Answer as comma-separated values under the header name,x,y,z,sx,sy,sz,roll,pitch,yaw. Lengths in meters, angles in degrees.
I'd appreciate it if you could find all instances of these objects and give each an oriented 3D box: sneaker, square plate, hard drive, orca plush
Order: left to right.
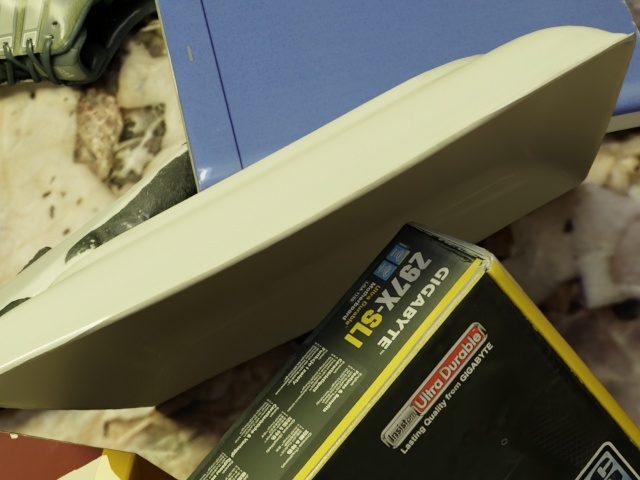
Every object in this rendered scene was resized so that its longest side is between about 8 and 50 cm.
name,x,y,z,sx,sy,sz,roll,pitch,yaw
sneaker,-0.243,-0.166,0.993,0.300,0.111,0.121,-35,66,2
orca plush,-0.157,0.044,0.900,0.287,0.102,0.151,-44,16,-17
square plate,0.000,0.000,0.706,0.347,0.344,0.049,-28,79,3
hard drive,0.053,-0.145,0.874,0.319,0.040,0.210,-11,62,-7

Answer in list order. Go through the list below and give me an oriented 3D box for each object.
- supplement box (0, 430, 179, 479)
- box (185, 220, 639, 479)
name,x,y,z,sx,sy,sz,roll,pitch,yaw
supplement box,-0.177,0.199,0.753,0.194,0.191,0.129,6,68,19
box,0.033,0.192,0.654,0.322,0.257,0.079,-49,35,-8
